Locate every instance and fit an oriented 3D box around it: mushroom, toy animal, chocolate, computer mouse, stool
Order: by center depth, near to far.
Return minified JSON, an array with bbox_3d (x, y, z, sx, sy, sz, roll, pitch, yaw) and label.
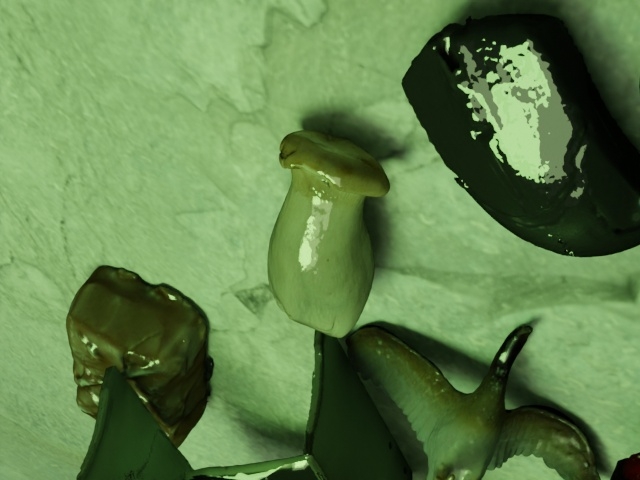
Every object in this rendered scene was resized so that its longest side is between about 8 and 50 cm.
[{"bbox_3d":[0.144,-0.057,0.742,0.122,0.073,0.217,-15,122,46],"label":"computer mouse"},{"bbox_3d":[0.001,-0.001,0.906,0.088,0.097,0.212,-12,136,-13],"label":"mushroom"},{"bbox_3d":[0.145,0.163,0.958,0.272,0.160,0.197,24,142,-1],"label":"toy animal"},{"bbox_3d":[-0.063,0.247,1.104,0.244,0.170,0.269,-15,129,18],"label":"stool"},{"bbox_3d":[-0.202,0.136,1.212,0.148,0.093,0.214,20,143,14],"label":"chocolate"}]

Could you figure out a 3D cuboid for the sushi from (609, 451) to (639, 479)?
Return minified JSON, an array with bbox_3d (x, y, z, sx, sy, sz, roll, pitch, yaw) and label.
[{"bbox_3d":[0.312,0.233,0.894,0.150,0.153,0.172,-9,151,18],"label":"sushi"}]
